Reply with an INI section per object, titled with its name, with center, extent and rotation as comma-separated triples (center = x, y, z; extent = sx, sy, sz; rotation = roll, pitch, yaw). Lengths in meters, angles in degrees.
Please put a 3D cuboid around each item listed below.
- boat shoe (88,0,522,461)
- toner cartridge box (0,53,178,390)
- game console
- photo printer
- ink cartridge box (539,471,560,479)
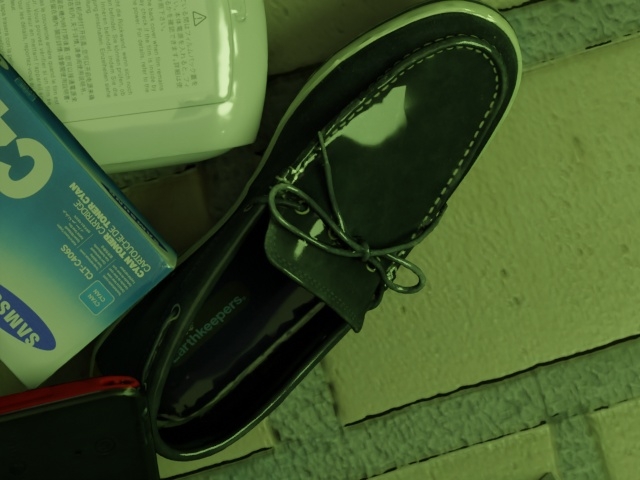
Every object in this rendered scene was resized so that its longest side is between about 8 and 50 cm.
[boat shoe]
center = 0.000, 0.000, 1.658
extent = 0.500, 0.156, 0.187
rotation = -46, 120, 5
[toner cartridge box]
center = -0.294, -0.058, 1.591
extent = 0.165, 0.075, 0.348
rotation = -41, 99, 6
[game console]
center = -0.298, 0.290, 1.641
extent = 0.342, 0.060, 0.386
rotation = -10, 131, -7
[photo printer]
center = -0.202, -0.184, 1.671
extent = 0.307, 0.107, 0.256
rotation = -8, 98, -3
[ink cartridge box]
center = 0.162, 0.338, 1.722
extent = 0.237, 0.172, 0.100
rotation = -41, 97, 2
